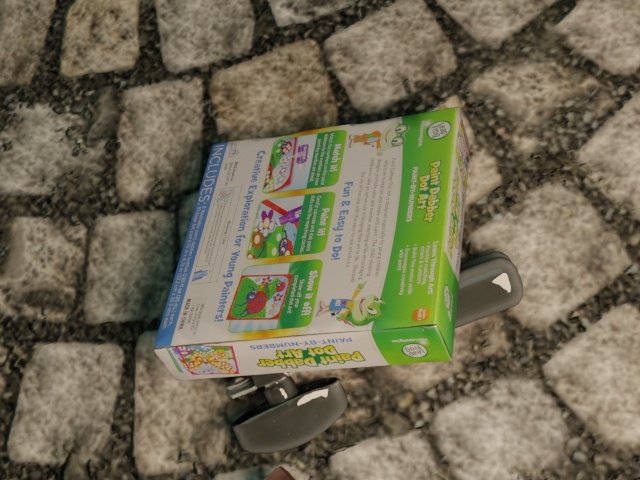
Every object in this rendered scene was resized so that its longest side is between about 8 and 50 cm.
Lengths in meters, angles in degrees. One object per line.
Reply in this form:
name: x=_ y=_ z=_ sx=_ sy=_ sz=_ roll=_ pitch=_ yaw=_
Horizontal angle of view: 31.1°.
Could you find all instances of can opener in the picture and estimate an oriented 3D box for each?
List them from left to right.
can opener: x=0.046 y=0.093 z=1.004 sx=0.280 sy=0.074 sz=0.093 roll=-26 pitch=96 yaw=6

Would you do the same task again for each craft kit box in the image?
craft kit box: x=0.000 y=0.000 z=1.006 sx=0.246 sy=0.061 sz=0.250 roll=-8 pitch=46 yaw=22

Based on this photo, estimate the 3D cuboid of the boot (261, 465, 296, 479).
boot: x=0.028 y=0.254 z=0.913 sx=0.248 sy=0.090 sz=0.207 roll=-42 pitch=64 yaw=-1
